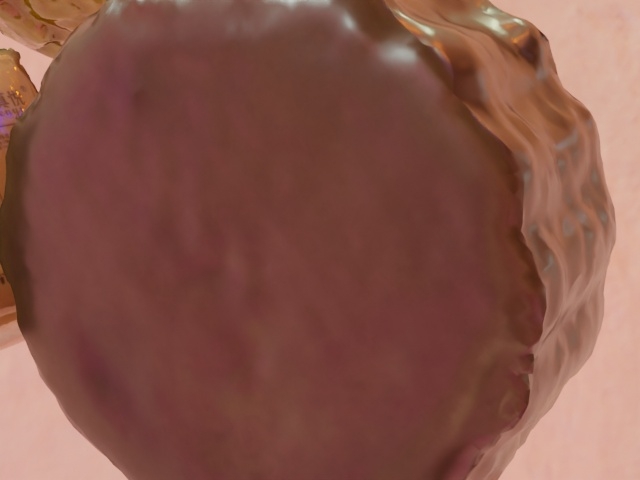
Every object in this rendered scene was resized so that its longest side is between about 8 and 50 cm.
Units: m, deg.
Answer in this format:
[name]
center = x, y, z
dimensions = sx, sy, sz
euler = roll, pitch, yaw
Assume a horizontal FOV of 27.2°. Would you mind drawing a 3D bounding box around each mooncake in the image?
[mooncake]
center = -0.002, 0.001, 0.722
dimensions = 0.324, 0.324, 0.187
euler = 45, 28, 11

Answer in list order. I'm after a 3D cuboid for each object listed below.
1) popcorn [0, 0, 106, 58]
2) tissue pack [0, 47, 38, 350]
[popcorn]
center = -0.185, -0.271, 1.058
dimensions = 0.247, 0.282, 0.282
euler = -35, 72, -4
[tissue pack]
center = -0.251, -0.012, 0.787
dimensions = 0.222, 0.090, 0.186
euler = -21, 85, -46
